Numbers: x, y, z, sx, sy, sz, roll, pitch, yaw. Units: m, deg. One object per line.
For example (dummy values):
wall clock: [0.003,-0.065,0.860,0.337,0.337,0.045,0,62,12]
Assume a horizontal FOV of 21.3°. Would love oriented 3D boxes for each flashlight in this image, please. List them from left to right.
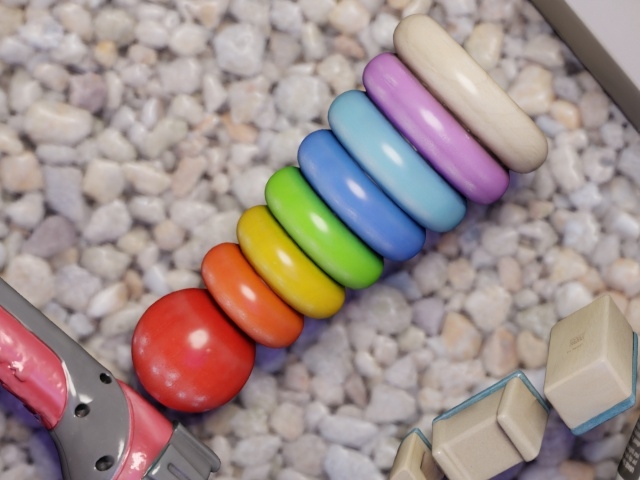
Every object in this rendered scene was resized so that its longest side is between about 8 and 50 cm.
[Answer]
flashlight: [-0.213,0.098,1.205,0.304,0.103,0.103,41,89,-11]

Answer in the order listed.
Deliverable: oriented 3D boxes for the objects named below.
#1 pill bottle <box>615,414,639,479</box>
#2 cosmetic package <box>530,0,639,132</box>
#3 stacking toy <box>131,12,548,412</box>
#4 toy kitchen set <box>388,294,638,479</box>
pill bottle: [0.311,0.149,1.235,0.162,0.162,0.278,20,97,-8]
cosmetic package: [0.221,-0.189,1.202,0.127,0.107,0.238,-44,97,-1]
stacking toy: [0.000,0.000,1.202,0.330,0.141,0.141,-44,100,7]
toy kitchen set: [0.170,0.174,1.266,0.207,0.122,0.166,-32,102,21]
